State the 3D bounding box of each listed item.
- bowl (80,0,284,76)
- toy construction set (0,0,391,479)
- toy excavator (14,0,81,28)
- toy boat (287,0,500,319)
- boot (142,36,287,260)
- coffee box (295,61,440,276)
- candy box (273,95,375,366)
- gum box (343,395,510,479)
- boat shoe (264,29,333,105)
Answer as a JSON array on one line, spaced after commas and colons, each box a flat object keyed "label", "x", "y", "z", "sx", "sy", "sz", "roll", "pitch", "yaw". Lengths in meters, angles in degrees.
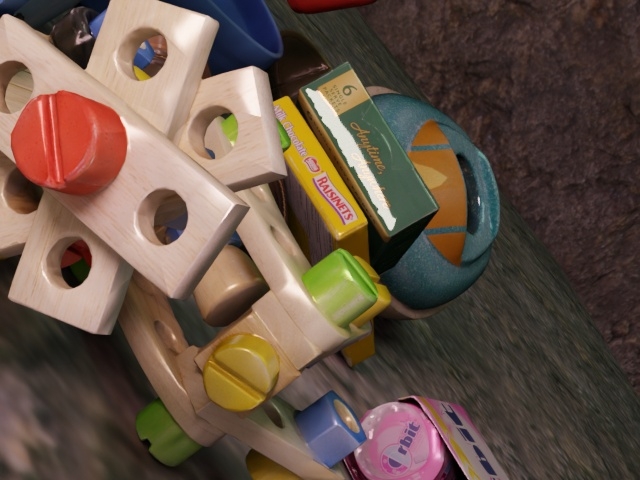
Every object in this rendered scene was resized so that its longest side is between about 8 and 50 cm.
[{"label": "bowl", "x": -0.176, "y": -0.279, "z": 1.188, "sx": 0.391, "sy": 0.077, "sz": 0.391, "roll": 51, "pitch": 11, "yaw": -14}, {"label": "toy construction set", "x": -0.078, "y": -0.007, "z": 0.588, "sx": 0.215, "sy": 0.151, "sz": 0.327, "roll": 57, "pitch": 0, "yaw": 18}, {"label": "toy excavator", "x": -0.168, "y": -0.208, "z": 0.708, "sx": 0.433, "sy": 0.222, "sz": 0.445, "roll": 40, "pitch": 25, "yaw": -48}, {"label": "toy boat", "x": 0.066, "y": -0.096, "z": 1.209, "sx": 0.267, "sy": 0.148, "sz": 0.318, "roll": -12, "pitch": 91, "yaw": -65}, {"label": "boot", "x": -0.076, "y": -0.020, "z": 0.873, "sx": 0.219, "sy": 0.082, "sz": 0.106, "roll": 59, "pitch": 29, "yaw": -53}, {"label": "coffee box", "x": 0.020, "y": -0.037, "z": 0.999, "sx": 0.113, "sy": 0.040, "sz": 0.184, "roll": 60, "pitch": -11, "yaw": 6}, {"label": "candy box", "x": 0.000, "y": 0.000, "z": 0.996, "sx": 0.105, "sy": 0.027, "sz": 0.206, "roll": 56, "pitch": -12, "yaw": 24}, {"label": "gum box", "x": 0.092, "y": 0.180, "z": 0.907, "sx": 0.188, "sy": 0.062, "sz": 0.107, "roll": 57, "pitch": 11, "yaw": 20}, {"label": "boat shoe", "x": 0.007, "y": -0.086, "z": 1.385, "sx": 0.223, "sy": 0.080, "sz": 0.073, "roll": 61, "pitch": 5, "yaw": 9}]
